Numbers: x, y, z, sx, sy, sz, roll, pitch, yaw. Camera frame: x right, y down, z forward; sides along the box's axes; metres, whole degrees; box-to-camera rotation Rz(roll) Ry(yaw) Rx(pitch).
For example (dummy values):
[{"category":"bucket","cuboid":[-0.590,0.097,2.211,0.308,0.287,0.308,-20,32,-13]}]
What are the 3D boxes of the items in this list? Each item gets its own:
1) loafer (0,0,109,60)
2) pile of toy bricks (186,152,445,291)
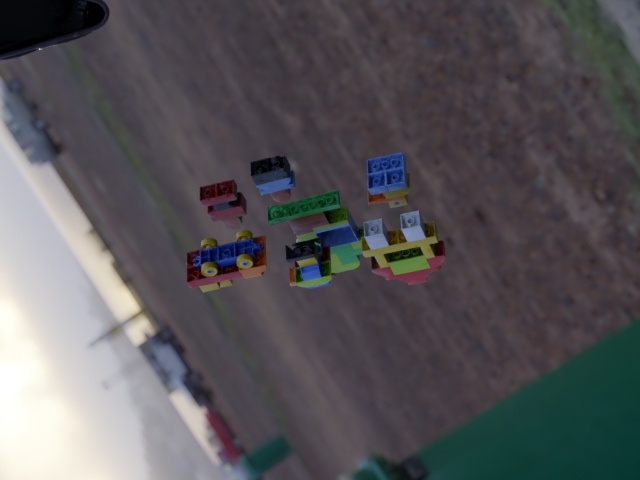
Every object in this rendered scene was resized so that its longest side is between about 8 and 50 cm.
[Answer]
[{"category":"loafer","cuboid":[-0.379,-0.248,2.024,0.095,0.303,0.109,14,113,51]},{"category":"pile of toy bricks","cuboid":[0.000,0.000,1.518,0.105,0.212,0.118,61,-158,-51]}]
